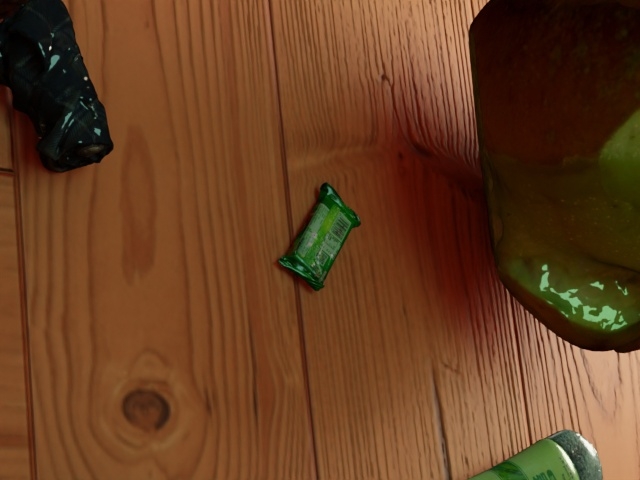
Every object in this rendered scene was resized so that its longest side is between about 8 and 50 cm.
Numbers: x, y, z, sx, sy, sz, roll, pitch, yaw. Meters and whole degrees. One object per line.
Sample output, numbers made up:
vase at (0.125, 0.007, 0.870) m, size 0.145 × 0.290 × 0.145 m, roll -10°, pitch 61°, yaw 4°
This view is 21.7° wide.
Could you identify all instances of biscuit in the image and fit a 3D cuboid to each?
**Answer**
biscuit at (0.000, 0.000, 1.329) m, size 0.046 × 0.016 × 0.089 m, roll 45°, pitch 49°, yaw -20°

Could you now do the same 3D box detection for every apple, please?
apple at (0.281, -0.068, 1.385) m, size 0.384 × 0.374 × 0.374 m, roll -19°, pitch 88°, yaw -55°

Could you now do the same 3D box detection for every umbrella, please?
umbrella at (-0.205, -0.157, 1.168) m, size 0.071 × 0.080 × 0.224 m, roll -14°, pitch 80°, yaw -10°

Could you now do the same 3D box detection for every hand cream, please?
hand cream at (0.172, 0.216, 1.389) m, size 0.175 × 0.046 × 0.095 m, roll -24°, pitch 94°, yaw -43°

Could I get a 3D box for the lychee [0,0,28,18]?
lychee at (-0.255, -0.220, 1.059) m, size 0.188 × 0.188 × 0.188 m, roll 16°, pitch 64°, yaw -38°
